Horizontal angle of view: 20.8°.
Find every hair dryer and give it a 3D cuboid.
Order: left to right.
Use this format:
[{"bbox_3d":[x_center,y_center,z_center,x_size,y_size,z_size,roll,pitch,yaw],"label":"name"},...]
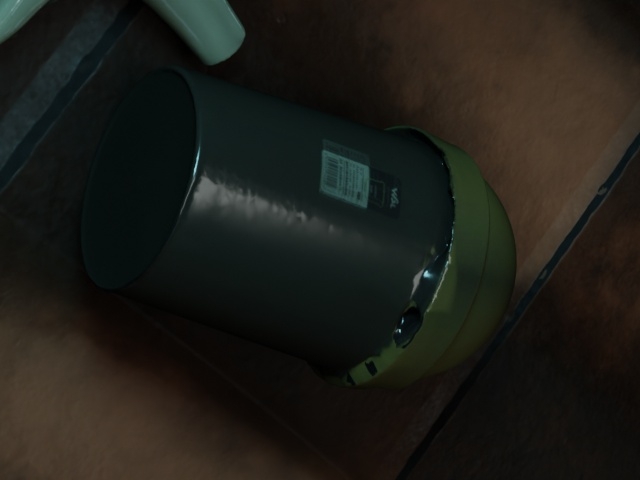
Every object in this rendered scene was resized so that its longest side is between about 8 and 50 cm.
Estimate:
[{"bbox_3d":[-0.170,-0.160,1.277,0.229,0.092,0.267,29,102,-42],"label":"hair dryer"}]

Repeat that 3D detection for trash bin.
[{"bbox_3d":[0.000,0.000,1.344,0.334,0.214,0.214,15,96,-31],"label":"trash bin"}]
